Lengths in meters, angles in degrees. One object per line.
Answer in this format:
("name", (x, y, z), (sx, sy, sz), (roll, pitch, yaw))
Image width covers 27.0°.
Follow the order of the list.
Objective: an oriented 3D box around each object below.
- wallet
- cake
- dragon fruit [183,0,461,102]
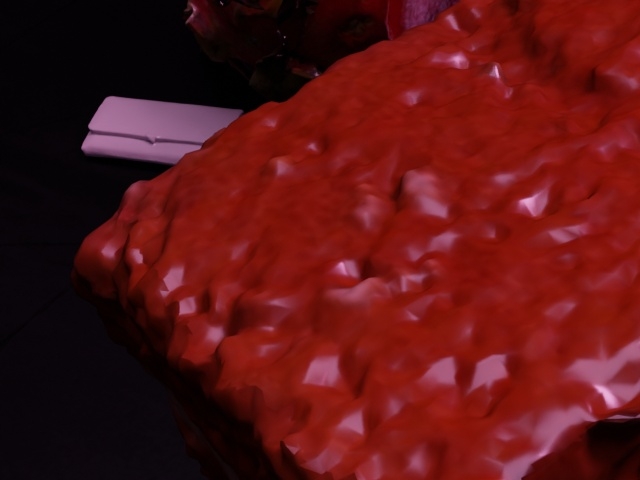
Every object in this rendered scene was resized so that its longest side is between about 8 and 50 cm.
("wallet", (-0.121, -0.083, 1.029), (0.122, 0.025, 0.061), (8, 53, 22))
("cake", (0.097, 0.083, 0.572), (0.269, 0.319, 0.270), (-33, 39, -15))
("dragon fruit", (-0.005, -0.232, 1.005), (0.291, 0.250, 0.269), (30, 76, 31))
